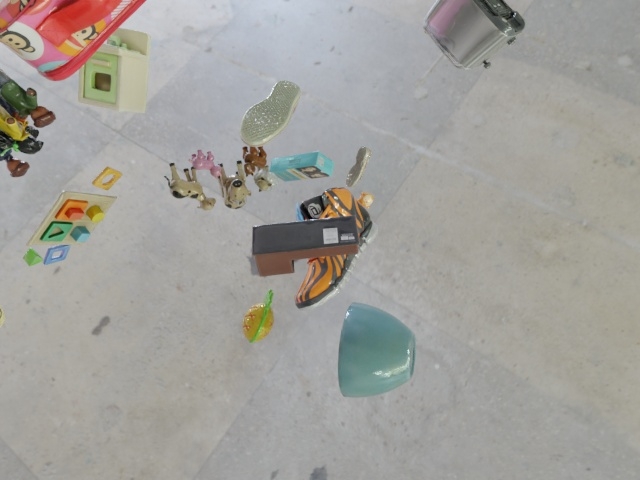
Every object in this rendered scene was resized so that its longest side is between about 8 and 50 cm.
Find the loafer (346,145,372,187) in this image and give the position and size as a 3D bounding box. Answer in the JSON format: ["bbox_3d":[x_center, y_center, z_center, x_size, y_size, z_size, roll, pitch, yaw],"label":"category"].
[{"bbox_3d":[0.116,-0.210,1.367,0.045,0.039,0.125,33,106,43],"label":"loafer"}]

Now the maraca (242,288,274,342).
[{"bbox_3d":[-0.198,0.252,1.557,0.099,0.127,0.186,23,92,-18],"label":"maraca"}]

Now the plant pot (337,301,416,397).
[{"bbox_3d":[0.186,0.344,1.440,0.195,0.290,0.291,3,64,19],"label":"plant pot"}]

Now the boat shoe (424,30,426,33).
[{"bbox_3d":[0.328,-0.612,1.346,0.063,0.059,0.170,34,42,8],"label":"boat shoe"}]

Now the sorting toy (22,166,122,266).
[{"bbox_3d":[-0.640,-0.048,1.236,0.047,0.196,0.348,44,104,11],"label":"sorting toy"}]

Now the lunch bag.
[{"bbox_3d":[-0.296,-0.353,0.588,0.293,0.120,0.258,-42,58,4],"label":"lunch bag"}]

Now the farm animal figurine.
[{"bbox_3d":[-0.318,-0.182,1.598,0.329,0.327,0.173,-16,78,2],"label":"farm animal figurine"}]

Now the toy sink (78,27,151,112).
[{"bbox_3d":[-0.609,-0.509,1.385,0.152,0.131,0.235,15,106,14],"label":"toy sink"}]

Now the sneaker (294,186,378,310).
[{"bbox_3d":[0.000,0.000,1.065,0.124,0.180,0.321,-19,25,42],"label":"sneaker"}]

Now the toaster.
[{"bbox_3d":[0.338,-0.505,1.077,0.129,0.146,0.227,-34,84,-41],"label":"toaster"}]

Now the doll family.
[{"bbox_3d":[-0.384,-0.141,0.568,0.192,0.111,0.076,2,51,53],"label":"doll family"}]

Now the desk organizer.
[{"bbox_3d":[-0.017,0.008,0.588,0.130,0.050,0.047,-6,52,1],"label":"desk organizer"}]

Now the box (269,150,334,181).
[{"bbox_3d":[-0.074,-0.278,1.789,0.244,0.100,0.060,0,72,41],"label":"box"}]

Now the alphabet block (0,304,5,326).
[{"bbox_3d":[-0.828,0.160,0.988,0.193,0.193,0.197,-3,26,-7],"label":"alphabet block"}]

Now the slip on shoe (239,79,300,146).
[{"bbox_3d":[-0.148,-0.372,1.430,0.122,0.101,0.332,23,45,1],"label":"slip on shoe"}]

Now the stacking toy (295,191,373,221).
[{"bbox_3d":[0.062,-0.100,1.772,0.301,0.175,0.166,-23,24,4],"label":"stacking toy"}]
